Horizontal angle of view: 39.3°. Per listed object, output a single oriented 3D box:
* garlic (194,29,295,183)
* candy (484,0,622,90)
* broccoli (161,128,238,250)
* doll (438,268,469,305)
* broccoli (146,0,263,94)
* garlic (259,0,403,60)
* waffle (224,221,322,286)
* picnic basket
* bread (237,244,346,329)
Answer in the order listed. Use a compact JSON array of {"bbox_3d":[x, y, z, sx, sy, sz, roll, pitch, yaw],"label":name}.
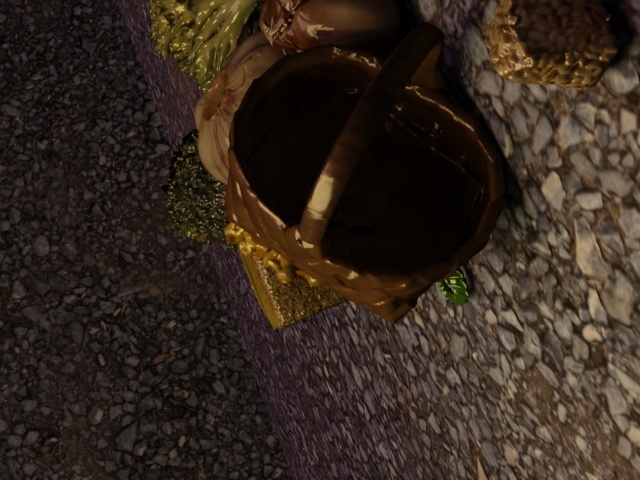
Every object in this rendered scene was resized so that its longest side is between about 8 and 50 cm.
[{"bbox_3d":[-0.052,-0.184,1.346,0.245,0.253,0.245,-30,54,52],"label":"garlic"},{"bbox_3d":[0.210,-0.185,0.806,0.085,0.110,0.095,102,161,-63],"label":"candy"},{"bbox_3d":[-0.148,-0.115,1.904,0.293,0.348,0.281,-72,-19,-2],"label":"broccoli"},{"bbox_3d":[0.164,0.004,1.278,0.190,0.050,0.115,65,160,11],"label":"doll"},{"bbox_3d":[-0.201,-0.429,1.680,0.288,0.248,0.245,45,143,-6],"label":"broccoli"},{"bbox_3d":[0.018,-0.318,1.200,0.160,0.191,0.214,-40,56,45],"label":"garlic"},{"bbox_3d":[0.001,-0.001,1.387,0.283,0.309,0.065,24,110,17],"label":"waffle"},{"bbox_3d":[0.058,-0.105,1.015,0.337,0.293,0.337,28,156,14],"label":"picnic basket"},{"bbox_3d":[-0.010,0.029,1.556,0.184,0.234,0.110,69,161,-1],"label":"bread"}]
